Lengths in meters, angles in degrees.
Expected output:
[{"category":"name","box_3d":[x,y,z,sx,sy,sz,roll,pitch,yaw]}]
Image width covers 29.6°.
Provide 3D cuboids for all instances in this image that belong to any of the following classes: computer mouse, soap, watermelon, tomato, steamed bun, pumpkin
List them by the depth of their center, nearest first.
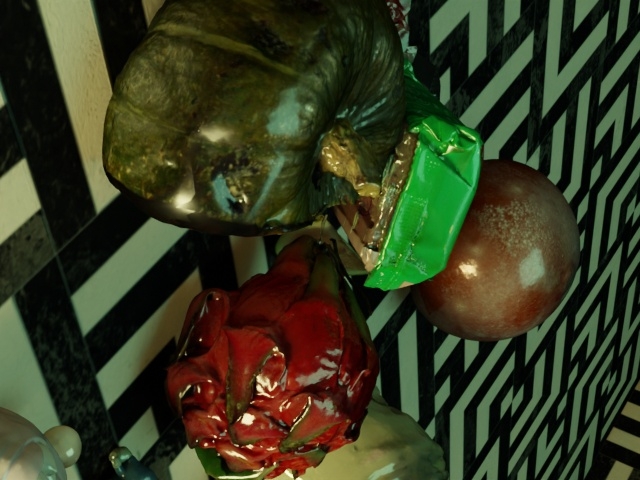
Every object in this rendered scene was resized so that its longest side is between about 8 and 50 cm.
[{"category":"pumpkin","box_3d":[-0.026,-0.141,1.059,0.325,0.242,0.232,-34,147,-56]},{"category":"soap","box_3d":[0.079,-0.087,1.312,0.273,0.098,0.218,-119,-136,-66]},{"category":"watermelon","box_3d":[-0.006,-0.011,1.402,0.163,0.086,0.069,50,34,-59]},{"category":"steamed bun","box_3d":[0.032,0.349,1.488,0.346,0.237,0.394,-37,128,-34]},{"category":"computer mouse","box_3d":[0.106,-0.178,1.493,0.192,0.062,0.106,18,93,-66]},{"category":"tomato","box_3d":[0.258,0.018,1.755,0.270,0.227,0.270,-46,150,-38]}]

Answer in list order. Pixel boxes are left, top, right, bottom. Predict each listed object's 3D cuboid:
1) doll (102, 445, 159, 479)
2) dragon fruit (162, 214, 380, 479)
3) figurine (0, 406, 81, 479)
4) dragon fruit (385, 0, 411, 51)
[{"category":"doll","box_3d":[-0.206,0.258,1.236,0.083,0.050,0.076,-51,146,-28]},{"category":"dragon fruit","box_3d":[-0.045,0.111,1.274,0.234,0.233,0.293,27,73,-65]},{"category":"figurine","box_3d":[-0.271,0.239,1.002,0.276,0.133,0.200,91,20,-46]},{"category":"dragon fruit","box_3d":[0.031,-0.221,1.247,0.142,0.130,0.121,-38,-177,36]}]
